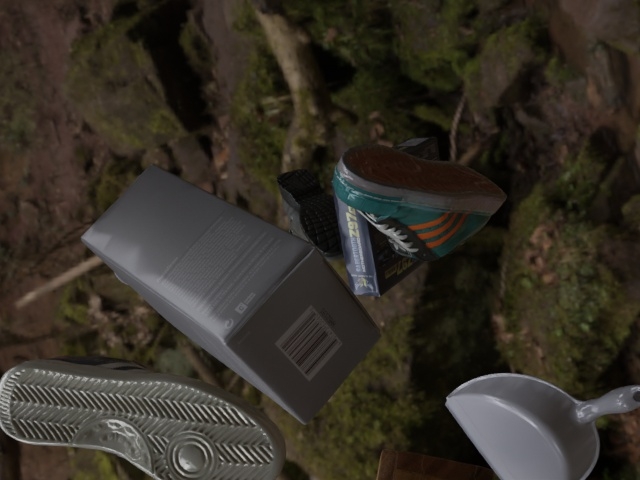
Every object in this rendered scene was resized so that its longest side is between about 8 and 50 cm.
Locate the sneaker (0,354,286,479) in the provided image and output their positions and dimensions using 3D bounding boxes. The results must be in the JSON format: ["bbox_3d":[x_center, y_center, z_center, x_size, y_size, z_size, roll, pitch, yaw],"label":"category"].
[{"bbox_3d":[-0.200,0.206,1.058,0.148,0.350,0.131,-2,-74,-79],"label":"sneaker"}]

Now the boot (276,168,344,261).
[{"bbox_3d":[0.000,0.000,1.453,0.246,0.083,0.161,-123,20,-51],"label":"boot"}]

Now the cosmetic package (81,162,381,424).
[{"bbox_3d":[-0.080,0.036,0.719,0.238,0.107,0.127,31,164,45],"label":"cosmetic package"}]

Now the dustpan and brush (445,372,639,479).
[{"bbox_3d":[0.228,0.175,0.836,0.147,0.060,0.211,53,151,1],"label":"dustpan and brush"}]

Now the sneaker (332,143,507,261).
[{"bbox_3d":[0.108,-0.030,1.026,0.108,0.302,0.121,44,114,32],"label":"sneaker"}]

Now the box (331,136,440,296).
[{"bbox_3d":[0.115,-0.041,1.352,0.059,0.233,0.183,3,113,38],"label":"box"}]

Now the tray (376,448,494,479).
[{"bbox_3d":[0.042,0.328,0.607,0.411,0.076,0.203,90,-168,-52],"label":"tray"}]
